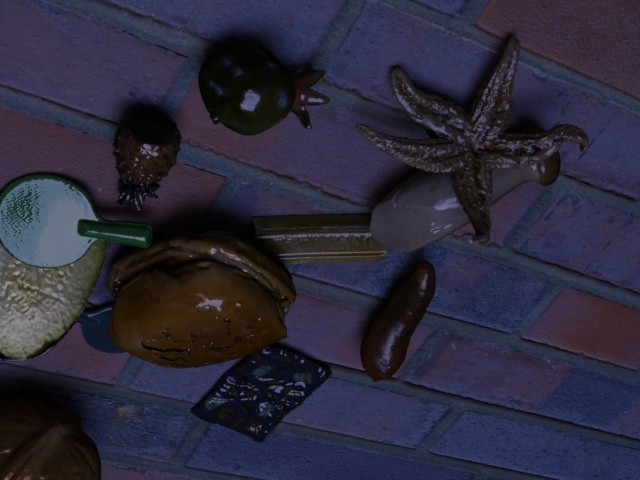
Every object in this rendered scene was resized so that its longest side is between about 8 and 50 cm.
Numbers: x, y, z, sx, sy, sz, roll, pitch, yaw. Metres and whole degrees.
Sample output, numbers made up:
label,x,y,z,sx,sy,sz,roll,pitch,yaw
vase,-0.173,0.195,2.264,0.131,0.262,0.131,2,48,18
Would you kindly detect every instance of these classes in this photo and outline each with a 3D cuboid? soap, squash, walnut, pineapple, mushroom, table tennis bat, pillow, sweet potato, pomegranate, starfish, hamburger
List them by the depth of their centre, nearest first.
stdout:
label,x,y,z,sx,sy,sz,roll,pitch,yaw
pomegranate,-0.087,-0.227,1.586,0.191,0.152,0.131,-4,129,-39
pineapple,-0.287,-0.117,1.659,0.108,0.108,0.197,7,142,-20
starfish,0.249,-0.154,1.695,0.375,0.094,0.327,-9,90,-3
table tennis bat,-0.404,-0.025,1.715,0.257,0.039,0.160,8,107,-8
squash,-0.475,0.080,1.747,0.237,0.155,0.204,4,131,-14
mushroom,0.244,-0.088,1.797,0.350,0.128,0.128,-24,132,3
hamburger,-0.204,0.111,1.814,0.305,0.174,0.284,-22,146,34
soap,0.000,-0.001,1.869,0.252,0.037,0.092,-2,132,-13
table tennis bat,-0.401,0.150,1.907,0.201,0.033,0.124,25,119,-34
walnut,-0.563,0.445,1.962,0.333,0.332,0.332,-7,132,-8
sweet potato,0.150,0.146,2.001,0.097,0.097,0.291,10,122,-21
pillow,-0.118,0.307,2.118,0.189,0.034,0.255,28,121,-30
